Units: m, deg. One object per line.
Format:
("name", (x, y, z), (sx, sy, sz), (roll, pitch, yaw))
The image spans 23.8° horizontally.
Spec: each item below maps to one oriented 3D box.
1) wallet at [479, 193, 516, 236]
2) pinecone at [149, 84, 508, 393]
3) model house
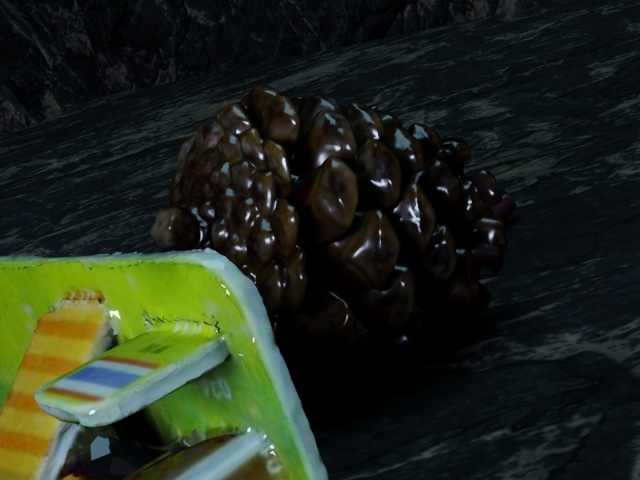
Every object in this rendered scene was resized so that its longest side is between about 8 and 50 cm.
("wallet", (0.079, 0.013, 1.346), (0.119, 0.025, 0.232), (-8, 17, 34))
("pinecone", (0.000, 0.000, 1.090), (0.273, 0.224, 0.224), (-2, 1, -39))
("model house", (-0.193, 0.164, 0.605), (0.313, 0.242, 0.358), (-29, 19, -33))
